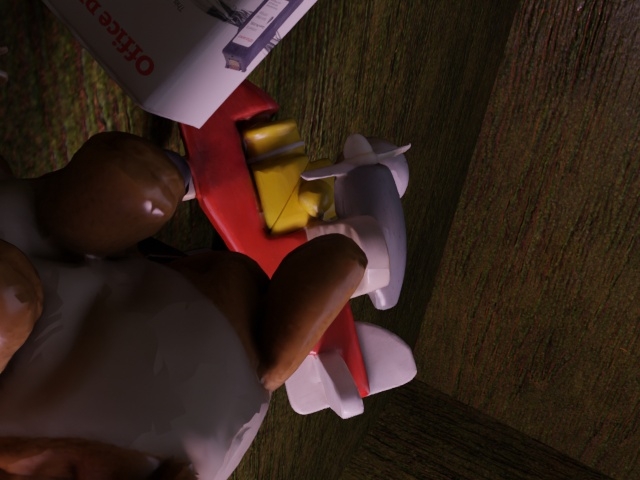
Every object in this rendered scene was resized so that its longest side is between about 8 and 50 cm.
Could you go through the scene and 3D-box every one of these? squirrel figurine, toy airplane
[{"bbox_3d":[-0.226,0.053,0.583,0.281,0.370,0.397,-56,-175,-29],"label":"squirrel figurine"},{"bbox_3d":[0.000,0.000,0.944,0.272,0.386,0.384,-37,140,-11],"label":"toy airplane"}]

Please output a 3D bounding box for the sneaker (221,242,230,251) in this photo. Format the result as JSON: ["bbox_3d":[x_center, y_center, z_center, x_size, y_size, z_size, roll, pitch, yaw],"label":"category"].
[{"bbox_3d":[-0.094,0.018,1.270,0.124,0.107,0.283,-33,145,-70],"label":"sneaker"}]

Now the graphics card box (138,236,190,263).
[{"bbox_3d":[-0.275,0.194,0.989,0.232,0.094,0.371,-30,141,-61],"label":"graphics card box"}]

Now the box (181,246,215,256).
[{"bbox_3d":[-0.141,0.073,1.138,0.072,0.137,0.126,-68,163,13],"label":"box"}]

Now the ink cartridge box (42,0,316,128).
[{"bbox_3d":[-0.094,-0.236,0.681,0.237,0.172,0.100,-45,166,9],"label":"ink cartridge box"}]
